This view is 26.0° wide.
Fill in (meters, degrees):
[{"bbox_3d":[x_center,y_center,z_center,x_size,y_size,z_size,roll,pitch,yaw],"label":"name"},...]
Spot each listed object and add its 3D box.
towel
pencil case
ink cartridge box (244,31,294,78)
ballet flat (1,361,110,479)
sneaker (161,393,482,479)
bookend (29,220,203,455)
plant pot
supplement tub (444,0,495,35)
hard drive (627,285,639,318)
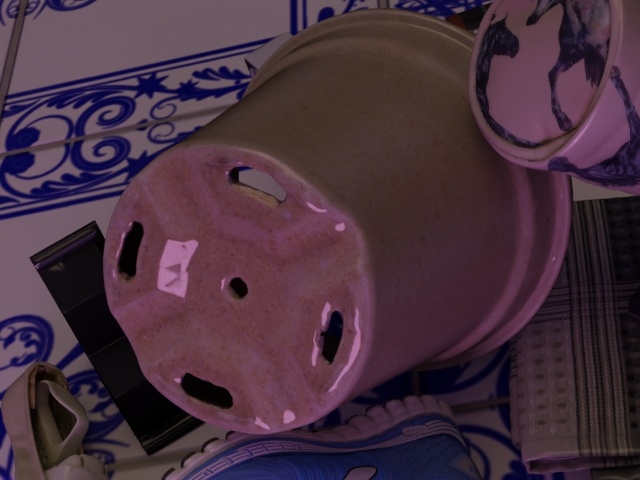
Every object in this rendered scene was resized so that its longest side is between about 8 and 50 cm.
[{"bbox_3d":[0.321,0.077,1.227,0.312,0.056,0.324,-5,43,11],"label":"towel"},{"bbox_3d":[0.314,-0.110,1.123,0.410,0.160,0.183,11,53,-31],"label":"pencil case"},{"bbox_3d":[0.047,-0.067,1.375,0.065,0.165,0.333,-33,44,-14],"label":"ink cartridge box"},{"bbox_3d":[-0.235,0.203,1.257,0.086,0.086,0.248,-26,44,-6],"label":"ballet flat"},{"bbox_3d":[0.000,0.224,1.079,0.330,0.129,0.147,-13,46,-28],"label":"sneaker"},{"bbox_3d":[-0.188,0.091,1.307,0.072,0.157,0.156,-31,44,-11],"label":"bookend"},{"bbox_3d":[0.000,0.000,1.115,0.334,0.333,0.305,6,18,25],"label":"plant pot"},{"bbox_3d":[0.239,-0.221,1.503,0.198,0.106,0.106,-18,43,3],"label":"supplement tub"},{"bbox_3d":[0.344,0.030,1.211,0.094,0.022,0.135,23,55,34],"label":"hard drive"}]
